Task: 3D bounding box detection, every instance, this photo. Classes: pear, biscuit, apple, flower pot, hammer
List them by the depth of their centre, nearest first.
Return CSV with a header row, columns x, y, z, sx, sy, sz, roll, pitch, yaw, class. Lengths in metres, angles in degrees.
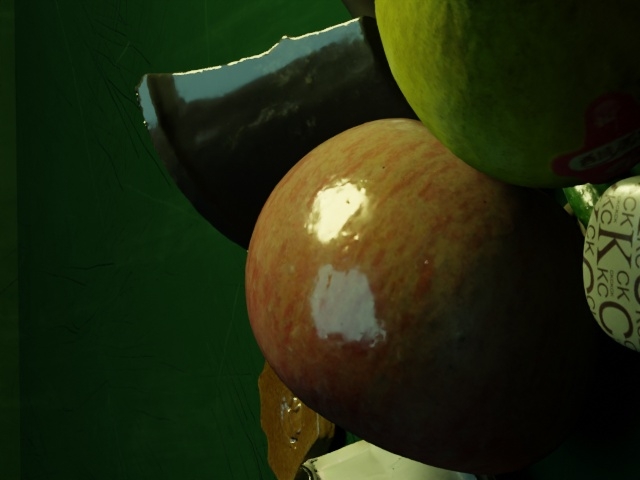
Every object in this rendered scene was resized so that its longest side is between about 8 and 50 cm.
x,y,z,sx,sy,sz,roll,pitch,yaw,class
0.174,-0.208,1.571,0.287,0.375,0.287,-12,60,21,pear
0.102,0.040,1.757,0.345,0.345,0.269,43,116,59,apple
0.248,0.011,1.784,0.035,0.019,0.110,-49,50,55,hammer
0.036,-0.180,1.956,0.251,0.379,0.379,-18,71,42,flower pot
-0.029,0.186,2.366,0.182,0.034,0.215,117,147,-43,biscuit

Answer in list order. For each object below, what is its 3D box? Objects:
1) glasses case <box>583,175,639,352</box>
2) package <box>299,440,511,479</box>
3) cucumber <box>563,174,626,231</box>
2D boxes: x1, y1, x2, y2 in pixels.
x,y,z,sx,sy,sz,roll,pitch,yaw,class
0.337,0.042,1.384,0.355,0.085,0.137,17,111,42,glasses case
0.145,0.305,1.876,0.165,0.221,0.311,-40,36,6,package
0.256,-0.018,1.714,0.056,0.056,0.250,-65,36,42,cucumber
